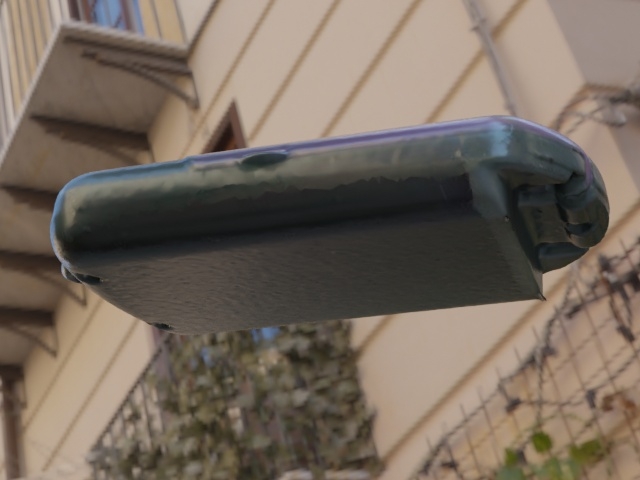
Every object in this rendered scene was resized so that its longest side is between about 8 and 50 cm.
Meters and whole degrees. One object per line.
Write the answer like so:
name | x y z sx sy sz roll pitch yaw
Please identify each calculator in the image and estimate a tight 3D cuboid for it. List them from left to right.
calculator | 0.000 0.000 0.539 0.246 0.045 0.141 -8 -21 16
